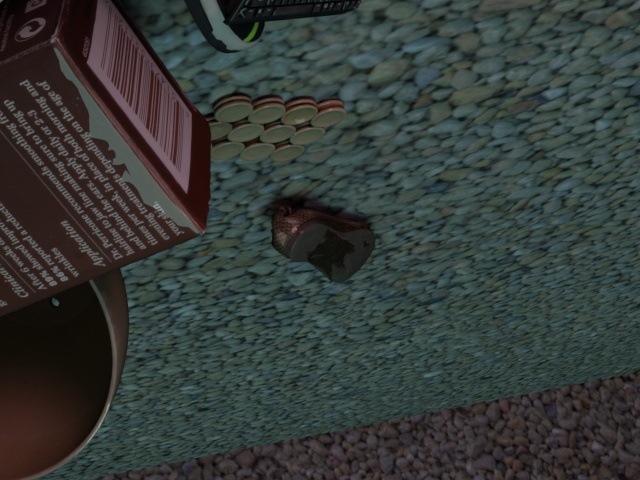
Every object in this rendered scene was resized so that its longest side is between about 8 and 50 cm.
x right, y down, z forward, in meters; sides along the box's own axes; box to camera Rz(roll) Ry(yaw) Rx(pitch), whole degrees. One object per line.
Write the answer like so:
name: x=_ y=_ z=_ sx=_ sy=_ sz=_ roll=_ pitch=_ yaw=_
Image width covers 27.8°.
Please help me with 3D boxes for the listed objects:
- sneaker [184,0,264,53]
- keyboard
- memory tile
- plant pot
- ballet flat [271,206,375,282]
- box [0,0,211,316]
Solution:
sneaker: x=-0.054 y=-0.201 z=0.861 sx=0.097 sy=0.084 sz=0.234 roll=-20 pitch=162 yaw=6
keyboard: x=0.005 y=-0.197 z=0.901 sx=0.180 sy=0.023 sz=0.108 roll=-24 pitch=148 yaw=-60
memory tile: x=-0.057 y=-0.107 z=1.240 sx=0.148 sy=0.012 sz=0.113 roll=0 pitch=156 yaw=-37
plant pot: x=-0.296 y=0.055 z=1.182 sx=0.284 sy=0.284 sz=0.191 roll=-21 pitch=-165 yaw=16
ballet flat: x=0.000 y=0.000 z=1.540 sx=0.084 sy=0.058 sz=0.250 roll=-57 pitch=157 yaw=7
box: x=-0.288 y=-0.040 z=0.940 sx=0.381 sy=0.143 sz=0.191 roll=-22 pitch=129 yaw=15
